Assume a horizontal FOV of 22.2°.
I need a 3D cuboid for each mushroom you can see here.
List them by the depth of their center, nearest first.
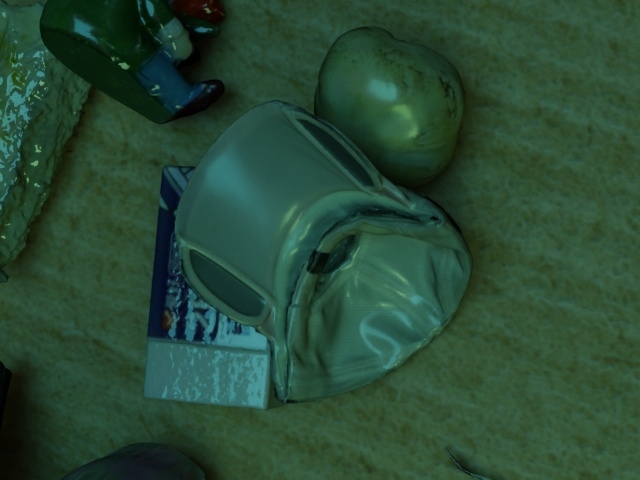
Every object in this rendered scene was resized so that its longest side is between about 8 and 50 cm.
[{"bbox_3d":[0.058,-0.113,1.393,0.148,0.112,0.148,19,138,18],"label":"mushroom"}]

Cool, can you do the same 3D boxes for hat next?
[{"bbox_3d":[0.000,0.000,1.389,0.219,0.164,0.226,-45,70,20],"label":"hat"}]

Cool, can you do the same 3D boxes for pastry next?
[{"bbox_3d":[-0.297,-0.098,1.537,0.121,0.089,0.258,21,93,23],"label":"pastry"}]

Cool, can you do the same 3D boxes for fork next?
[{"bbox_3d":[0.153,0.209,1.394,0.115,0.016,0.012,28,88,18],"label":"fork"}]

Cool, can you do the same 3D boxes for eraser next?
[{"bbox_3d":[-0.087,0.041,1.463,0.124,0.068,0.210,4,88,17],"label":"eraser"}]

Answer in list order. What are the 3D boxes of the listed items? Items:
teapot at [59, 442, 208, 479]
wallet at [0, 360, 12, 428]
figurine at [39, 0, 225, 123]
[{"bbox_3d":[-0.187,0.278,1.435,0.221,0.178,0.163,-41,94,26],"label":"teapot"},{"bbox_3d":[-0.339,0.246,1.462,0.146,0.030,0.285,-41,30,33],"label":"wallet"},{"bbox_3d":[-0.135,-0.238,1.480,0.185,0.127,0.234,34,64,-17],"label":"figurine"}]
